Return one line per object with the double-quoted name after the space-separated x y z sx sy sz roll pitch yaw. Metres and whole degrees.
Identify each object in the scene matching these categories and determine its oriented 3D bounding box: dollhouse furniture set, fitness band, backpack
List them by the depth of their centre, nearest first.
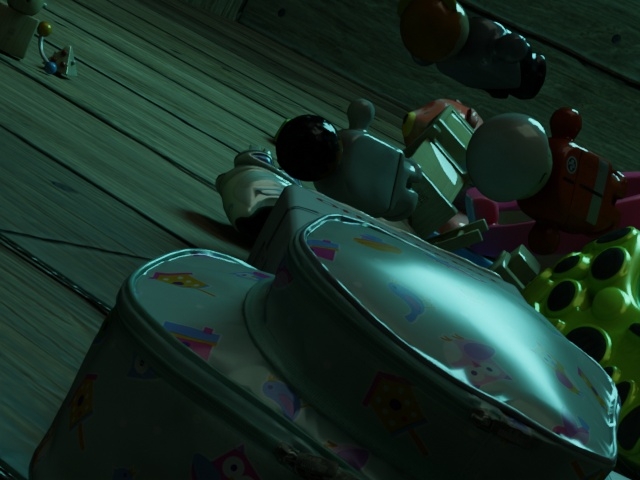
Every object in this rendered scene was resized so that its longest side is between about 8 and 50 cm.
0.006 0.072 0.622 0.188 0.144 0.166 23 13 6 "backpack"
0.107 -0.002 1.545 0.161 0.101 0.182 49 23 -4 "dollhouse furniture set"
0.236 -0.026 1.668 0.209 0.054 0.291 -5 6 4 "fitness band"

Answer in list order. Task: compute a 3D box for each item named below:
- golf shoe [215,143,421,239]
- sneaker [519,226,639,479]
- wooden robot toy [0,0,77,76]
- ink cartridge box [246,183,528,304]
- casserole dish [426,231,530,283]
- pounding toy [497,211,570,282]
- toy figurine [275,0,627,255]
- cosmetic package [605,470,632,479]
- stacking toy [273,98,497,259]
0.000 0.000 1.411 0.176 0.069 0.086 22 32 -17 "golf shoe"
0.193 0.087 1.138 0.123 0.109 0.295 56 7 -22 "sneaker"
-0.300 -0.224 1.791 0.173 0.079 0.076 24 8 -15 "wooden robot toy"
0.036 0.051 1.012 0.158 0.092 0.218 25 10 -6 "ink cartridge box"
0.119 0.028 1.621 0.188 0.037 0.114 30 9 21 "casserole dish"
0.238 0.028 1.847 0.141 0.100 0.130 34 -3 36 "pounding toy"
0.081 -0.049 1.297 0.148 0.213 0.210 21 36 -46 "toy figurine"
0.037 0.097 0.832 0.239 0.060 0.099 25 7 -2 "cosmetic package"
0.115 -0.101 2.103 0.279 0.130 0.309 22 8 -28 "stacking toy"
